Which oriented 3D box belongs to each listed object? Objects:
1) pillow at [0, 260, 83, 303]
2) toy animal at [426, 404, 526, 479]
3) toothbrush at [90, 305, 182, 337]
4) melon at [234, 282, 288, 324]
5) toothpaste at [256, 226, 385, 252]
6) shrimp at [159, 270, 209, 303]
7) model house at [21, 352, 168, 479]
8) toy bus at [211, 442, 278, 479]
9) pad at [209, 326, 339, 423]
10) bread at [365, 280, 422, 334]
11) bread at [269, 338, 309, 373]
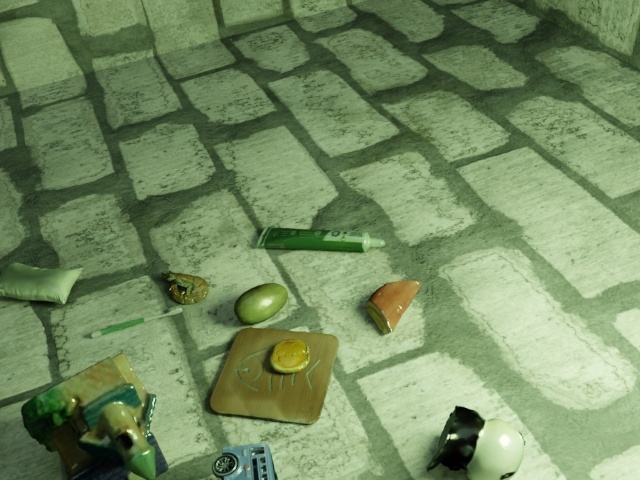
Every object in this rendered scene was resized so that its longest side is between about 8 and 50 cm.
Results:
[{"bbox_3d":[-0.840,0.122,2.201,0.254,0.078,0.144,4,39,15],"label":"pillow"},{"bbox_3d":[0.333,0.445,1.564,0.179,0.138,0.166,17,64,17],"label":"toy animal"},{"bbox_3d":[-0.511,0.226,2.062,0.257,0.018,0.024,-17,36,-12],"label":"toothbrush"},{"bbox_3d":[-0.160,0.169,2.011,0.162,0.099,0.099,-27,42,-27],"label":"melon"},{"bbox_3d":[0.000,0.000,2.229,0.392,0.061,0.099,2,40,17],"label":"toothpaste"},{"bbox_3d":[-0.401,0.135,2.152,0.180,0.041,0.099,21,61,29],"label":"shrimp"},{"bbox_3d":[-0.462,0.431,1.584,0.245,0.312,0.280,-27,80,-28],"label":"model house"},{"bbox_3d":[-0.140,0.559,1.497,0.133,0.125,0.292,-10,37,-3],"label":"toy bus"},{"bbox_3d":[-0.113,0.331,1.862,0.284,0.018,0.286,4,39,13],"label":"pad"},{"bbox_3d":[0.180,0.167,1.979,0.119,0.067,0.192,14,43,25],"label":"bread"},{"bbox_3d":[-0.078,0.293,1.872,0.110,0.024,0.110,-5,38,4],"label":"bread"}]
